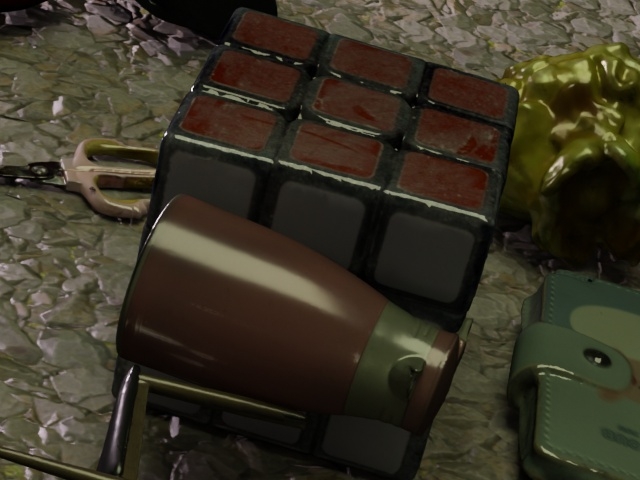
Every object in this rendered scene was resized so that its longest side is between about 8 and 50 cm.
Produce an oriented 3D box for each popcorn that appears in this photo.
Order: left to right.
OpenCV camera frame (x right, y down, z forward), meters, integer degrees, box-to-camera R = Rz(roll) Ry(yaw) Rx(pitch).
[{"bbox_3d":[0.302,-0.099,2.077,0.270,0.224,0.258,42,63,13],"label":"popcorn"}]

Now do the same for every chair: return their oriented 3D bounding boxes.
[{"bbox_3d":[-0.160,0.209,1.407,0.272,0.188,0.166,14,30,-7],"label":"chair"}]

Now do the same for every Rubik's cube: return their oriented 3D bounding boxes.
[{"bbox_3d":[0.000,0.000,1.702,0.304,0.301,0.305,17,30,3],"label":"Rubik's cube"}]

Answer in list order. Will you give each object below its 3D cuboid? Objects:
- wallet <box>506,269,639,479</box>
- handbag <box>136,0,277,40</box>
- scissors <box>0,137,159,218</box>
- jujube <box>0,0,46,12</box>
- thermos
[{"bbox_3d":[0.306,0.164,1.783,0.252,0.083,0.360,20,30,-2],"label":"wallet"},{"bbox_3d":[-0.206,-0.392,2.363,0.178,0.275,0.302,-32,56,-18],"label":"handbag"},{"bbox_3d":[-0.281,-0.073,1.967,0.318,0.024,0.160,2,33,-20],"label":"scissors"},{"bbox_3d":[-0.457,-0.451,2.289,0.377,0.276,0.276,35,36,25],"label":"jujube"},{"bbox_3d":[-0.017,0.074,1.486,0.265,0.146,0.176,20,3,6],"label":"thermos"}]
